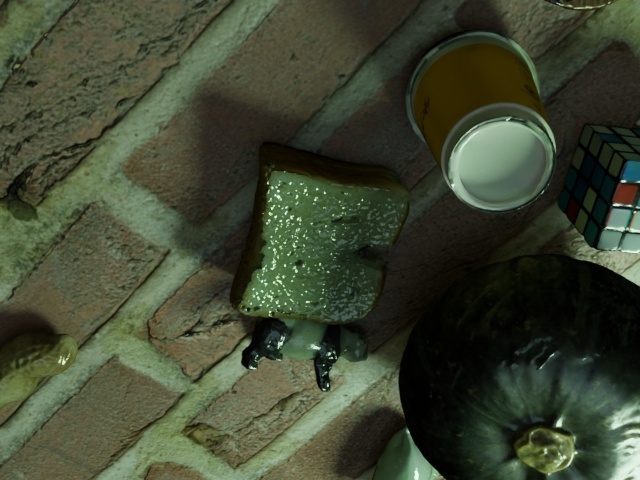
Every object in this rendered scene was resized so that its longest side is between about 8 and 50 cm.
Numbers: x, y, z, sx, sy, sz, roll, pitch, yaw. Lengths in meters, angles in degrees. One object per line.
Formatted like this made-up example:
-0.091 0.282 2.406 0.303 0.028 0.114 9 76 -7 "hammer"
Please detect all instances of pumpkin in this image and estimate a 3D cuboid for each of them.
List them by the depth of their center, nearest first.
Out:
0.350 0.231 1.220 0.454 0.344 0.455 7 119 12 "pumpkin"

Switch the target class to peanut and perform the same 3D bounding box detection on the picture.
-0.514 0.219 1.284 0.227 0.086 0.104 -33 127 12 "peanut"

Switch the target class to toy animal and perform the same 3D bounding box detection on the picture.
-0.018 0.179 1.307 0.225 0.094 0.121 18 108 -14 "toy animal"

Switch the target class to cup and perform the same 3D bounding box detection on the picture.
0.217 -0.159 1.020 0.196 0.280 0.197 1 122 1 "cup"

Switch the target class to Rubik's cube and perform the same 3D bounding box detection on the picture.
0.480 -0.078 1.159 0.155 0.154 0.151 5 119 -9 "Rubik's cube"

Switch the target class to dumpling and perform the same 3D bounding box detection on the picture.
0.169 0.445 1.483 0.104 0.149 0.217 24 115 25 "dumpling"

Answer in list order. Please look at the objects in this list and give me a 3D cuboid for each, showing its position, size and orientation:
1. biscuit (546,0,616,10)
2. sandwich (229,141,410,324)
0.363 -0.417 1.017 0.212 0.036 0.212 -2 119 -4 "biscuit"
0.000 0.001 1.198 0.248 0.095 0.273 8 119 -14 "sandwich"
